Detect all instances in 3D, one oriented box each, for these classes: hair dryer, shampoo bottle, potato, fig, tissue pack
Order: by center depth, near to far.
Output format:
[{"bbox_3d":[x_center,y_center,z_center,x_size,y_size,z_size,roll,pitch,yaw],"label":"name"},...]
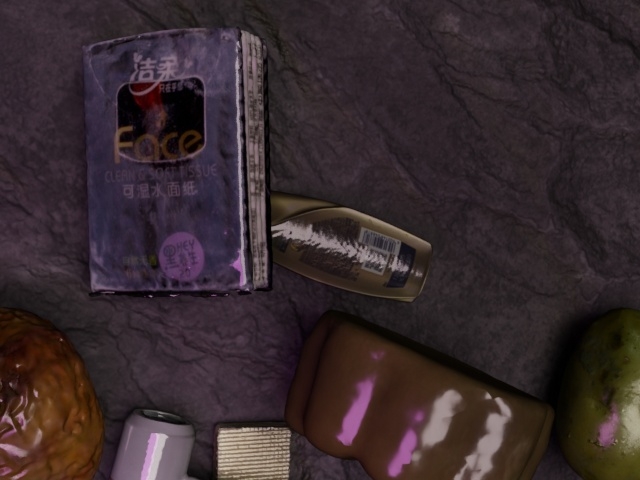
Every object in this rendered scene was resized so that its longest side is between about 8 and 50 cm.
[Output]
[{"bbox_3d":[-0.449,0.253,0.999,0.368,0.286,0.286,-34,101,-43],"label":"fig"},{"bbox_3d":[-0.199,-0.103,1.154,0.259,0.122,0.362,0,92,19],"label":"tissue pack"},{"bbox_3d":[-0.127,0.370,1.200,0.357,0.107,0.173,15,88,-3],"label":"hair dryer"},{"bbox_3d":[0.000,0.000,1.283,0.349,0.084,0.126,17,90,-17],"label":"shampoo bottle"},{"bbox_3d":[0.504,0.266,1.386,0.215,0.216,0.305,11,77,-18],"label":"potato"}]

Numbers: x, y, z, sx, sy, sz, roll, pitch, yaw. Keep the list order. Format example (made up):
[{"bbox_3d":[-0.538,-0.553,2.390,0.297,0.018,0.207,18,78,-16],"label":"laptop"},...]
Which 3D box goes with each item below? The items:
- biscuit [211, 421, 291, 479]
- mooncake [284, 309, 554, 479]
[{"bbox_3d":[-0.108,0.381,1.274,0.121,0.040,0.200,2,92,-19],"label":"biscuit"},{"bbox_3d":[0.134,0.255,1.185,0.378,0.378,0.201,23,88,-17],"label":"mooncake"}]
